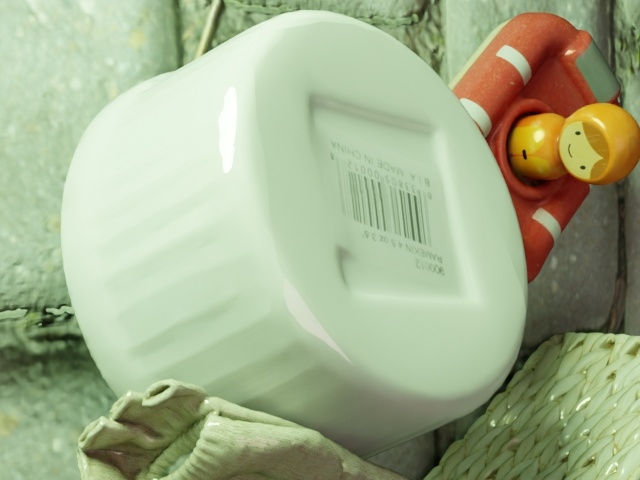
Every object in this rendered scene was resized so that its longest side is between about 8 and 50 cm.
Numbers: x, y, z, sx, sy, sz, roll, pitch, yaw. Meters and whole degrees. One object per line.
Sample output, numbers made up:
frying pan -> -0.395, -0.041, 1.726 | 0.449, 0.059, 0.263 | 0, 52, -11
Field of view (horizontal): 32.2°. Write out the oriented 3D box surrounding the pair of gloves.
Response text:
pair of gloves -> -0.072, 0.166, 0.618 | 0.204, 0.240, 0.042 | 32, 38, -32

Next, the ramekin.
ramekin -> 0.000, 0.000, 0.660 | 0.277, 0.135, 0.277 | 25, 52, -37

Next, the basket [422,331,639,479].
basket -> 0.243, 0.279, 0.824 | 0.328, 0.266, 0.331 | -40, 114, -29

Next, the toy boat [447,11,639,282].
toy boat -> 0.172, -0.068, 0.836 | 0.151, 0.151, 0.231 | 50, 63, -26
